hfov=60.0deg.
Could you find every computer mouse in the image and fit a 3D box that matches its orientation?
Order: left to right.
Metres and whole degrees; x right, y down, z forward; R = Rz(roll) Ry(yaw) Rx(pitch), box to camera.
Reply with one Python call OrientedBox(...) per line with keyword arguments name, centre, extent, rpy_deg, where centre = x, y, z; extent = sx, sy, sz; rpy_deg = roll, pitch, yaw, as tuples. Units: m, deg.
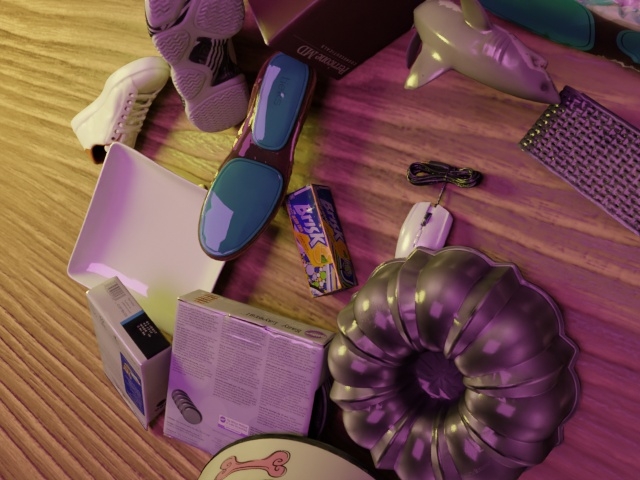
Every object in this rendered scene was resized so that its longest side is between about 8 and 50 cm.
OrientedBox(name="computer mouse", centre=(0.149, -0.016, 0.776), extent=(0.106, 0.042, 0.193), rpy_deg=(20, 100, 30))

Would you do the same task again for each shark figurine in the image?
OrientedBox(name="shark figurine", centre=(0.137, -0.229, 0.659), extent=(0.116, 0.166, 0.278), rpy_deg=(-52, 34, 16))

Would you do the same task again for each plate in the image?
OrientedBox(name="plate", centre=(-0.293, 0.004, 0.993), extent=(0.277, 0.045, 0.278), rpy_deg=(27, 105, 7))

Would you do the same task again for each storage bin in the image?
OrientedBox(name="storage bin", centre=(0.325, -0.081, 0.617), extent=(0.180, 0.122, 0.084), rpy_deg=(46, 113, 24))

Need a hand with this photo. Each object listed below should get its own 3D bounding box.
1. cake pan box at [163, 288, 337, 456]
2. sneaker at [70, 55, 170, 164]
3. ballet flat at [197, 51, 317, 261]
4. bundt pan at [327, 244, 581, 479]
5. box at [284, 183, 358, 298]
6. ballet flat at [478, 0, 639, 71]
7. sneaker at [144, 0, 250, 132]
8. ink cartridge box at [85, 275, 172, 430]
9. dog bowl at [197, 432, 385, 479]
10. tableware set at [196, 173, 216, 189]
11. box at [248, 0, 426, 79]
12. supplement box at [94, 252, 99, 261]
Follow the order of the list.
OrientedBox(name="cake pan box", centre=(-0.111, 0.227, 0.858), extent=(0.267, 0.070, 0.245), rpy_deg=(13, 107, 20))
OrientedBox(name="sneaker", centre=(-0.373, -0.243, 1.086), extent=(0.290, 0.106, 0.123), rpy_deg=(-28, 85, 37))
OrientedBox(name="ballet flat", centre=(-0.095, -0.130, 0.883), extent=(0.116, 0.124, 0.342), rpy_deg=(19, 92, 0))
OrientedBox(name="bundt pan", centre=(0.148, 0.175, 0.704), extent=(0.331, 0.124, 0.330), rpy_deg=(5, 100, 28))
OrientedBox(name="box", centre=(0.000, 0.000, 0.864), extent=(0.059, 0.054, 0.169), rpy_deg=(-22, 79, 31))
OrientedBox(name="ballet flat", centre=(0.347, -0.266, 0.612), extent=(0.409, 0.147, 0.147), rpy_deg=(37, 109, 21))
OrientedBox(name="sneaker", centre=(-0.205, -0.352, 0.861), extent=(0.137, 0.366, 0.210), rpy_deg=(-20, 65, -10))
OrientedBox(name="ink cartridge box", centre=(-0.341, 0.218, 1.010), extent=(0.165, 0.065, 0.332), rpy_deg=(45, 145, 17))
OrientedBox(name="dog bowl", centre=(-0.047, 0.492, 0.774), extent=(0.408, 0.150, 0.408), rpy_deg=(6, 106, 22))
OrientedBox(name="tableware set", centre=(-0.208, -0.038, 1.018), extent=(0.141, 0.020, 0.168), rpy_deg=(3, 92, 32))
OrientedBox(name="box", centre=(0.098, -0.389, 0.723), extent=(0.381, 0.191, 0.143), rpy_deg=(-27, 76, 30))
OrientedBox(name="supplement box", centre=(-0.418, 0.019, 1.102), extent=(0.062, 0.098, 0.036), rpy_deg=(31, 97, 30))
